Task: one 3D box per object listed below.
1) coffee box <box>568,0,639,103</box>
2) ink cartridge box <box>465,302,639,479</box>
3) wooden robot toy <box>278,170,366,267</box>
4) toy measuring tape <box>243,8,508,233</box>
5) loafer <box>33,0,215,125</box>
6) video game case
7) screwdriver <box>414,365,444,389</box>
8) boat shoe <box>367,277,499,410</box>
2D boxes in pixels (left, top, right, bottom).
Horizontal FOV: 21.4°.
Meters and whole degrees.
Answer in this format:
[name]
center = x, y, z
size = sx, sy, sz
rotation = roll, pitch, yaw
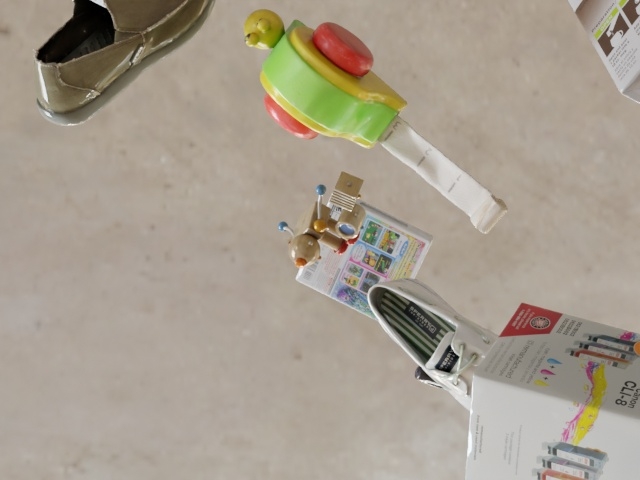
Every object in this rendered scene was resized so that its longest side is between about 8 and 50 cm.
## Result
[coffee box]
center = 0.311, -0.216, 1.472
size = 0.168, 0.297, 0.119
rotation = 23, 119, -27
[ink cartridge box]
center = 0.226, 0.153, 1.416
size = 0.176, 0.128, 0.127
rotation = 15, 122, 20
[wooden robot toy]
center = 0.000, 0.000, 1.887
size = 0.076, 0.079, 0.173
rotation = 32, 142, -12
[toy measuring tape]
center = 0.044, -0.119, 1.703
size = 0.330, 0.121, 0.121
rotation = 42, 128, 8
[loafer]
center = -0.199, -0.225, 1.735
size = 0.094, 0.251, 0.087
rotation = 27, 155, 30
[video game case]
center = 0.056, 0.024, 2.212
size = 0.143, 0.019, 0.157
rotation = 26, 127, 4
[screwdriver]
center = 0.195, 0.184, 2.132
size = 0.170, 0.025, 0.024
rotation = 13, 145, -22
[boat shoe]
center = 0.132, 0.117, 1.657
size = 0.076, 0.226, 0.083
rotation = 6, 115, -57
